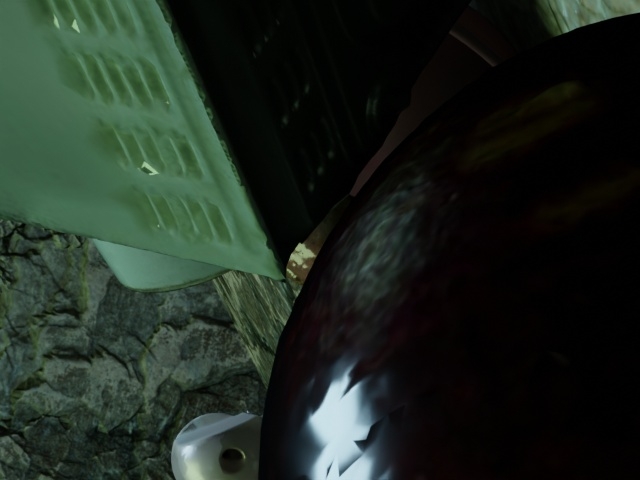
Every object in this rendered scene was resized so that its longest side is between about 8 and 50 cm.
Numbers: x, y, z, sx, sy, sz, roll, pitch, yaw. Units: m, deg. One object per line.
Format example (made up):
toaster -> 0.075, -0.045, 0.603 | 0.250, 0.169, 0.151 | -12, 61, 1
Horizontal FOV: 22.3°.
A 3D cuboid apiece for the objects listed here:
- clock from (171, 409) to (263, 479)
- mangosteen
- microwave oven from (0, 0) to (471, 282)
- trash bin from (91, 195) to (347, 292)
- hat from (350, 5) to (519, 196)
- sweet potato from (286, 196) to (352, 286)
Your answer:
clock -> 0.092, 0.224, 1.016 | 0.184, 0.342, 0.325 | 161, 89, -86
mangosteen -> 0.144, 0.054, 0.438 | 0.307, 0.307, 0.347 | 57, 142, 27
microwave oven -> -0.026, -0.171, 0.509 | 0.181, 0.295, 0.237 | 11, 142, 31
trash bin -> -0.155, -0.202, 1.254 | 0.432, 0.280, 0.280 | 62, 171, -20
hat -> 0.038, -0.073, 0.934 | 0.205, 0.089, 0.205 | 23, 156, 11
sweet potato -> 0.000, 0.000, 1.521 | 0.385, 0.109, 0.109 | 51, 167, 25
